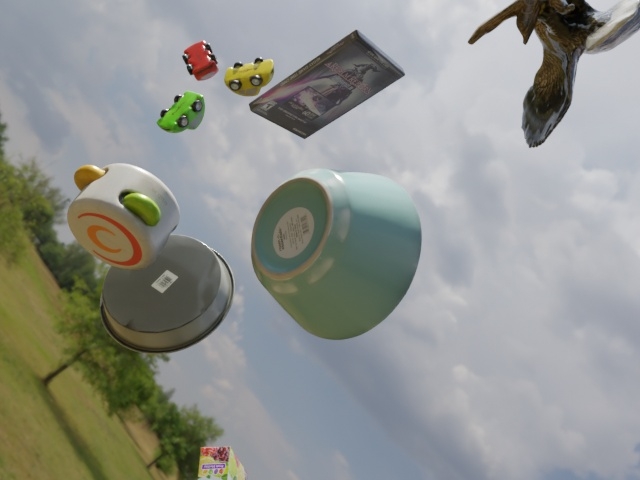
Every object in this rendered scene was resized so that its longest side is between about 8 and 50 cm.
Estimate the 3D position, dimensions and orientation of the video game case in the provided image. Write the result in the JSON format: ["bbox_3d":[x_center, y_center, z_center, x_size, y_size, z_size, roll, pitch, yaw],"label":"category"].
[{"bbox_3d":[0.015,-0.313,1.406,0.196,0.274,0.026,18,50,-55],"label":"video game case"}]

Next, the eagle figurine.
[{"bbox_3d":[0.375,-0.299,1.037,0.226,0.225,0.298,-14,-33,28],"label":"eagle figurine"}]

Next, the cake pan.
[{"bbox_3d":[-0.331,0.101,1.451,0.293,0.293,0.054,41,-26,29],"label":"cake pan"}]

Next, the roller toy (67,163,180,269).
[{"bbox_3d":[-0.389,-0.051,1.354,0.209,0.146,0.191,13,-41,14],"label":"roller toy"}]

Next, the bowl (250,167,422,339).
[{"bbox_3d":[0.000,0.000,1.164,0.163,0.312,0.311,28,2,-45],"label":"bowl"}]

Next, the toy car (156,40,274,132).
[{"bbox_3d":[-0.222,-0.278,1.300,0.239,0.225,0.053,23,-25,34],"label":"toy car"}]

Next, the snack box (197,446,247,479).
[{"bbox_3d":[-0.201,0.549,1.377,0.175,0.070,0.207,77,12,-53],"label":"snack box"}]
